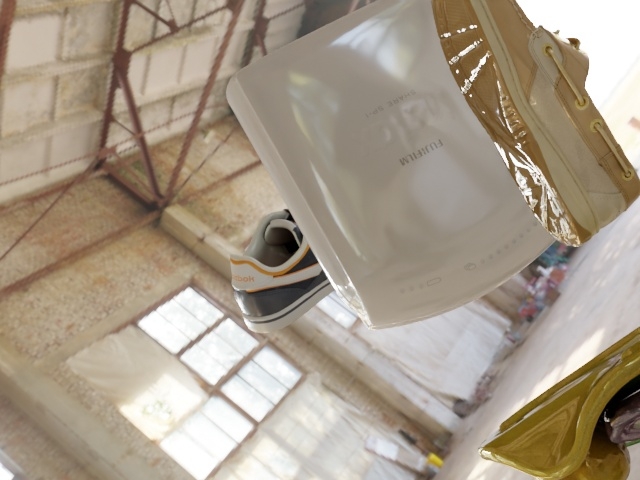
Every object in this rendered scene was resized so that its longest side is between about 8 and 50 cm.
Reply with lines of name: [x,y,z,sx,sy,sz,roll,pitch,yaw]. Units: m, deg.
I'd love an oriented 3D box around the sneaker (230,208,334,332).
sneaker: [0.000,0.000,1.108,0.321,0.126,0.127,-38,-60,-35]

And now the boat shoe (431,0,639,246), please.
boat shoe: [0.118,-0.082,0.399,0.059,0.170,0.063,-30,8,-6]

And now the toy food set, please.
toy food set: [0.185,0.070,0.362,0.218,0.071,0.128,-32,-16,-8]

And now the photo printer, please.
photo printer: [0.085,-0.080,0.738,0.256,0.307,0.107,-27,-13,-7]
